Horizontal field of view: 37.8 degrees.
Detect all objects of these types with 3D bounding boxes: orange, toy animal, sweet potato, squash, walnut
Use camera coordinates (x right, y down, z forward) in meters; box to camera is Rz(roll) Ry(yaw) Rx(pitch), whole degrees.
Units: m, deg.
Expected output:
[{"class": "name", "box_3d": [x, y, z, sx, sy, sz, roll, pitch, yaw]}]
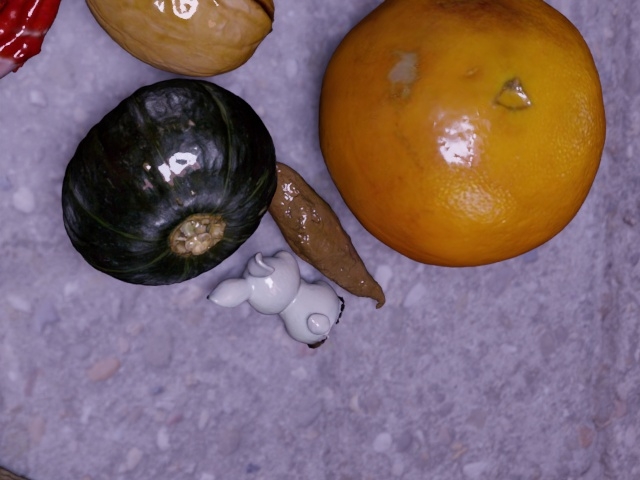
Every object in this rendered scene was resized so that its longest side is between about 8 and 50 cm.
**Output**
[{"class": "orange", "box_3d": [0.126, -0.105, 0.845, 0.261, 0.261, 0.261, -5, 107, -17]}, {"class": "toy animal", "box_3d": [-0.041, 0.054, 0.925, 0.124, 0.085, 0.071, 39, 108, -18]}, {"class": "sweet potato", "box_3d": [0.000, 0.000, 0.926, 0.060, 0.068, 0.206, -32, 121, 19]}, {"class": "squash", "box_3d": [-0.130, -0.049, 0.812, 0.193, 0.193, 0.156, -16, 76, -13]}, {"class": "walnut", "box_3d": [-0.119, -0.215, 0.785, 0.180, 0.144, 0.144, 27, 95, -29]}]

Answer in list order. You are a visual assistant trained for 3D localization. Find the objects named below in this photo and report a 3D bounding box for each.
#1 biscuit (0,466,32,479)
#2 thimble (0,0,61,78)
[{"class": "biscuit", "box_3d": [-0.271, 0.292, 0.878, 0.426, 0.144, 0.078, 33, 92, -24]}, {"class": "thimble", "box_3d": [-0.287, -0.214, 0.736, 0.163, 0.125, 0.189, 2, 104, -22]}]
